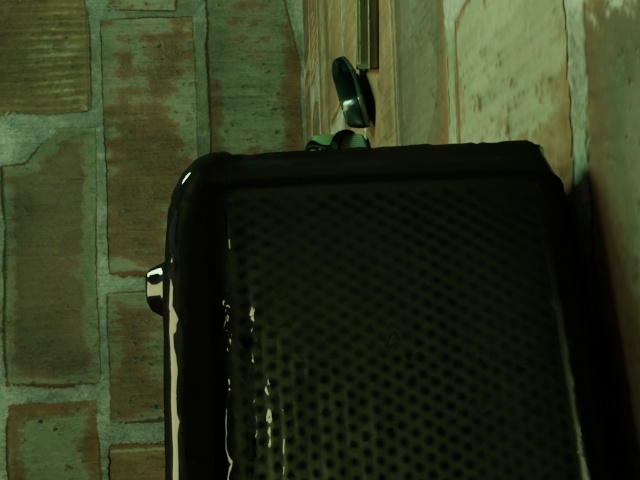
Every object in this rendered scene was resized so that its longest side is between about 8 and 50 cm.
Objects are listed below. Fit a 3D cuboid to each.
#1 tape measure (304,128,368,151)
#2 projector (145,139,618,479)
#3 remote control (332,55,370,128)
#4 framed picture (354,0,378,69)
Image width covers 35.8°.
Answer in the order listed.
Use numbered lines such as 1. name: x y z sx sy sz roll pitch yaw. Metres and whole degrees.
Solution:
1. tape measure: 0.019 -0.082 1.551 0.235 0.115 0.207 -97 4 -54
2. projector: 0.024 0.193 0.636 0.395 0.242 0.405 103 164 -71
3. remote control: 0.046 -0.227 1.527 0.222 0.042 0.072 -101 -5 -65
4. framed picture: 0.065 -0.374 1.444 0.184 0.016 0.250 -115 24 -81
